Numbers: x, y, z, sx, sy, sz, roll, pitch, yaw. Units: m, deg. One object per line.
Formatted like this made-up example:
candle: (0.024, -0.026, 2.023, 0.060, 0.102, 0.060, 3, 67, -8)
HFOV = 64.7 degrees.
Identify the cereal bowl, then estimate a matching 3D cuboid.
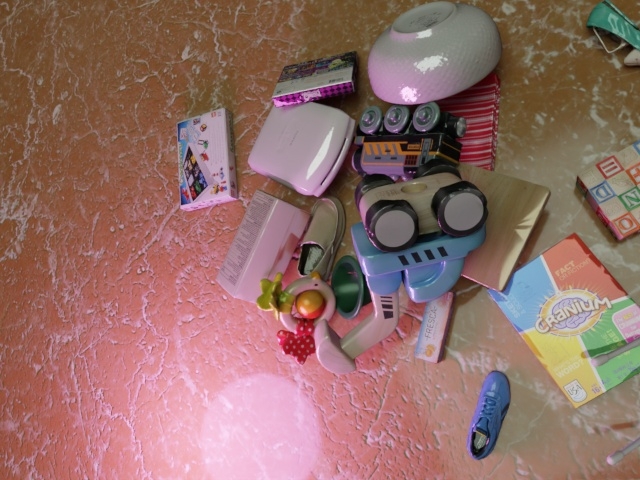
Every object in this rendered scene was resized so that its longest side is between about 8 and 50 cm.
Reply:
cereal bowl: (0.274, -0.498, 1.274, 0.339, 0.141, 0.339, -15, 41, 13)

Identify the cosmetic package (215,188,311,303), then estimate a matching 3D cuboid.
cosmetic package: (-0.165, 0.020, 1.446, 0.153, 0.129, 0.296, 30, 95, 54)

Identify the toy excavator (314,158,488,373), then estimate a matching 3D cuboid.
toy excavator: (0.169, 0.085, 1.163, 0.433, 0.222, 0.445, -13, 114, 1)

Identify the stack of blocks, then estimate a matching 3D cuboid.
stack of blocks: (0.755, -0.145, 1.117, 0.297, 0.087, 0.171, -32, 70, 16)

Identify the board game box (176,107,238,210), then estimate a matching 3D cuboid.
board game box: (-0.374, -0.264, 1.653, 0.193, 0.053, 0.305, -10, 77, 21)

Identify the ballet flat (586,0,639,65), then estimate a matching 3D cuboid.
ballet flat: (0.734, -0.467, 1.196, 0.247, 0.083, 0.087, 51, 127, 22)

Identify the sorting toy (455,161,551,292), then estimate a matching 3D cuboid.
sorting toy: (0.391, -0.034, 1.235, 0.255, 0.089, 0.257, 27, 92, 38)

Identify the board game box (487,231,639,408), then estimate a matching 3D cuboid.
board game box: (0.579, 0.178, 1.152, 0.242, 0.064, 0.316, -38, 69, 14)

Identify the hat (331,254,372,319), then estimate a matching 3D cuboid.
hat: (0.153, 0.121, 1.373, 0.208, 0.184, 0.173, 155, 112, -63)

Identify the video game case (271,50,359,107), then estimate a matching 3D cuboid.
video game case: (-0.010, -0.466, 1.455, 0.232, 0.042, 0.210, -8, 40, 14)

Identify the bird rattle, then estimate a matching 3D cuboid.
bird rattle: (-0.049, 0.196, 1.360, 0.207, 0.143, 0.253, -32, 108, -6)

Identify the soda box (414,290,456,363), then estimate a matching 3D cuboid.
soda box: (0.291, 0.214, 1.277, 0.063, 0.058, 0.183, 13, 86, 25)

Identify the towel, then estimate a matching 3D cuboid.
towel: (0.368, -0.305, 1.347, 0.199, 0.031, 0.275, 3, 83, 25)

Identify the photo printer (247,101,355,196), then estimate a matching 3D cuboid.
photo printer: (-0.050, -0.271, 1.440, 0.307, 0.107, 0.256, 30, 95, 43)

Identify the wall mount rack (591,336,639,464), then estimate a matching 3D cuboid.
wall mount rack: (0.693, 0.296, 0.991, 0.304, 0.130, 0.350, -11, 94, 13)

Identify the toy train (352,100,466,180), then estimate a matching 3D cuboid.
toy train: (0.216, -0.248, 1.313, 0.334, 0.142, 0.190, 10, 87, 45)

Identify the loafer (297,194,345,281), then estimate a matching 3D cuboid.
loafer: (0.000, 0.000, 1.422, 0.102, 0.092, 0.268, 7, 84, 25)

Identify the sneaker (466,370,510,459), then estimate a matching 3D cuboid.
sneaker: (0.395, 0.412, 1.186, 0.069, 0.082, 0.209, 16, 86, 27)
